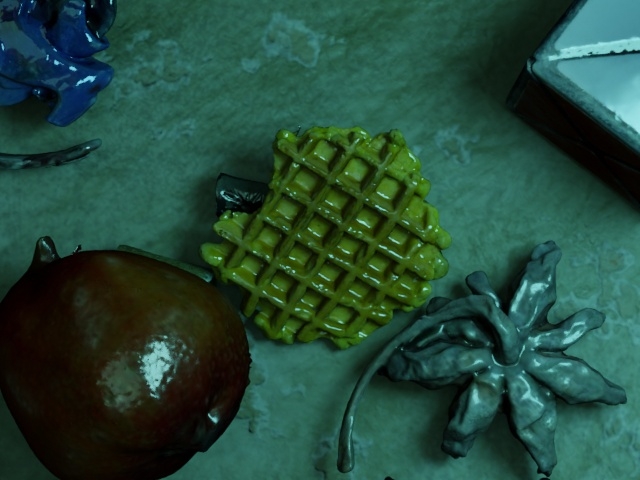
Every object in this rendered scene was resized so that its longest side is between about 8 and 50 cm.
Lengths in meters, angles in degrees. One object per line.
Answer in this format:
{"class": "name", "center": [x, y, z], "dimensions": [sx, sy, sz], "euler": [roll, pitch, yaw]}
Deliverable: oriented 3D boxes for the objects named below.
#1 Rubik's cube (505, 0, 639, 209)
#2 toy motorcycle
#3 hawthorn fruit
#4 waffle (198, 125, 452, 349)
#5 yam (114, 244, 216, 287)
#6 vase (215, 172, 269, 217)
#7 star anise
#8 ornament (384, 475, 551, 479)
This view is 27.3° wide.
{"class": "Rubik's cube", "center": [0.401, -0.202, 1.554], "dimensions": [0.255, 0.259, 0.260], "euler": [38, 90, 4]}
{"class": "toy motorcycle", "center": [-0.397, -0.216, 1.667], "dimensions": [0.319, 0.241, 0.182], "euler": [-4, 45, 9]}
{"class": "hawthorn fruit", "center": [-0.244, 0.153, 1.562], "dimensions": [0.311, 0.295, 0.295], "euler": [18, 87, 11]}
{"class": "waffle", "center": [0.008, -0.005, 1.616], "dimensions": [0.301, 0.058, 0.281], "euler": [-33, 104, 14]}
{"class": "yam", "center": [-0.199, 0.046, 1.672], "dimensions": [0.132, 0.054, 0.054], "euler": [17, 87, 5]}
{"class": "vase", "center": [-0.047, -0.051, 1.667], "dimensions": [0.167, 0.059, 0.059], "euler": [4, 86, 4]}
{"class": "star anise", "center": [0.213, 0.162, 1.595], "dimensions": [0.316, 0.139, 0.359], "euler": [20, 86, 11]}
{"class": "ornament", "center": [0.209, 0.326, 1.593], "dimensions": [0.196, 0.166, 0.153], "euler": [-26, 106, -18]}
